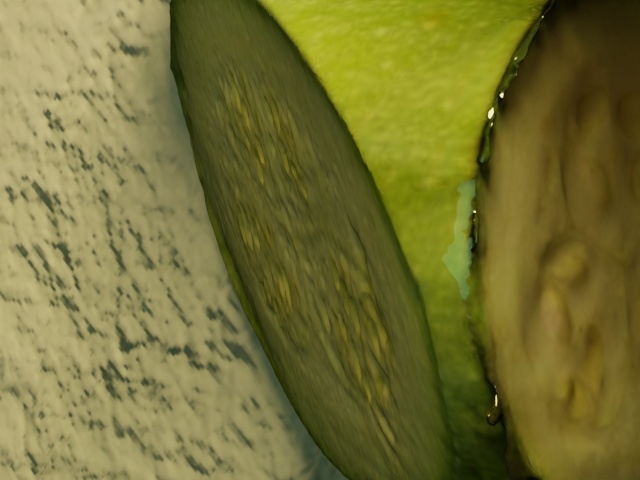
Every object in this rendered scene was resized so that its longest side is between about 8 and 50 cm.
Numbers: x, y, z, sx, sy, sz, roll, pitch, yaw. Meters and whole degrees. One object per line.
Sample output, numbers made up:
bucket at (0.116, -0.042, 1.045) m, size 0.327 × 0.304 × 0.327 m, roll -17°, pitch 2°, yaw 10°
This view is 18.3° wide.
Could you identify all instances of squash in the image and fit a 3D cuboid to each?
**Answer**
squash at (0.000, 0.000, 0.660) m, size 0.260 × 0.189 × 0.189 m, roll 3°, pitch 94°, yaw 39°
